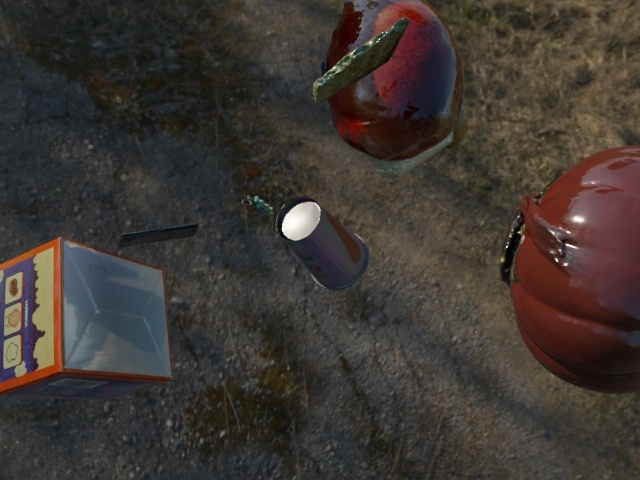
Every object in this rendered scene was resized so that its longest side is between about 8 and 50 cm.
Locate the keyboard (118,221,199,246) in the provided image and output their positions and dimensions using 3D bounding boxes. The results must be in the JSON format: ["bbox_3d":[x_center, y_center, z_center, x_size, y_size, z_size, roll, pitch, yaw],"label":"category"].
[{"bbox_3d":[-0.478,-0.019,1.712,0.231,0.094,0.025,-10,73,-29],"label":"keyboard"}]

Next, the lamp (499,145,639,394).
[{"bbox_3d":[0.361,0.036,0.704,0.257,0.303,0.303,20,50,34],"label":"lamp"}]

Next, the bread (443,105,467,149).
[{"bbox_3d":[0.440,-0.381,1.955,0.114,0.189,0.077,-6,43,-4],"label":"bread"}]

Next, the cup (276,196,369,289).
[{"bbox_3d":[0.000,0.000,1.642,0.203,0.288,0.202,-12,61,22],"label":"cup"}]

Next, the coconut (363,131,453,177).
[{"bbox_3d":[0.233,-0.356,1.625,0.310,0.297,0.297,-38,65,15],"label":"coconut"}]

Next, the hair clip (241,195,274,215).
[{"bbox_3d":[-0.196,-0.111,1.911,0.049,0.173,0.049,-7,75,25],"label":"hair clip"}]

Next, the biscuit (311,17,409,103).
[{"bbox_3d":[0.048,-0.238,0.794,0.144,0.203,0.016,-31,94,4],"label":"biscuit"}]

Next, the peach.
[{"bbox_3d":[0.135,-0.334,1.150,0.281,0.281,0.338,-21,85,-24],"label":"peach"}]

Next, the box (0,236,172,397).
[{"bbox_3d":[-0.584,0.213,1.419,0.257,0.349,0.318,-22,67,21],"label":"box"}]
